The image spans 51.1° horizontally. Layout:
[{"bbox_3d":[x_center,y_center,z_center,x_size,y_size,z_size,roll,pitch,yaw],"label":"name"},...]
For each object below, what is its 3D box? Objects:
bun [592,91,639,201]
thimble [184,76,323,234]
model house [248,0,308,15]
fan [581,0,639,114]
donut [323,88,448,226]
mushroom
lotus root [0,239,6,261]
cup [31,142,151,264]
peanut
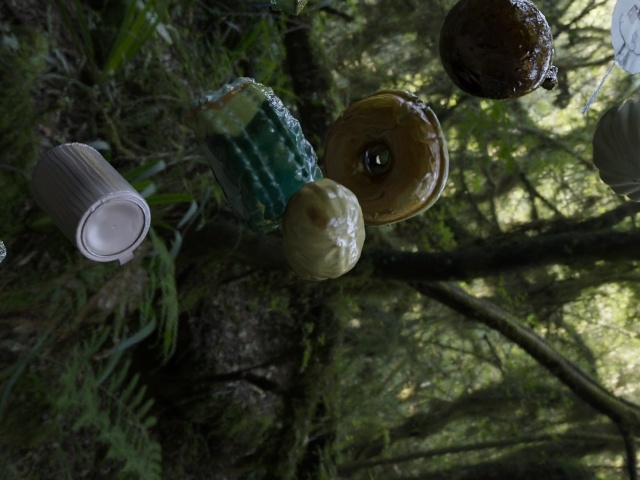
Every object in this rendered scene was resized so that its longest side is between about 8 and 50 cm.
[{"bbox_3d":[0.701,-0.170,1.400,0.175,0.263,0.263,-55,137,-46],"label":"bun"},{"bbox_3d":[-0.127,-0.162,1.281,0.288,0.167,0.254,60,-12,-4],"label":"thimble"},{"bbox_3d":[-0.119,-0.721,1.817,0.189,0.214,0.195,50,57,-40],"label":"model house"},{"bbox_3d":[0.595,-0.376,1.332,0.191,0.329,0.009,42,-13,-37],"label":"fan"},{"bbox_3d":[0.196,-0.254,2.108,0.198,0.449,0.448,-11,80,-54],"label":"donut"},{"bbox_3d":[0.531,-0.546,1.881,0.331,0.357,0.334,-131,-153,-65],"label":"mushroom"},{"bbox_3d":[-0.685,0.013,1.233,0.113,0.192,0.088,-78,-171,-52],"label":"lotus root"},{"bbox_3d":[-0.590,-0.070,1.717,0.273,0.208,0.288,38,-55,36],"label":"cup"},{"bbox_3d":[0.000,0.000,1.146,0.319,0.148,0.147,109,-36,-72],"label":"peanut"}]
